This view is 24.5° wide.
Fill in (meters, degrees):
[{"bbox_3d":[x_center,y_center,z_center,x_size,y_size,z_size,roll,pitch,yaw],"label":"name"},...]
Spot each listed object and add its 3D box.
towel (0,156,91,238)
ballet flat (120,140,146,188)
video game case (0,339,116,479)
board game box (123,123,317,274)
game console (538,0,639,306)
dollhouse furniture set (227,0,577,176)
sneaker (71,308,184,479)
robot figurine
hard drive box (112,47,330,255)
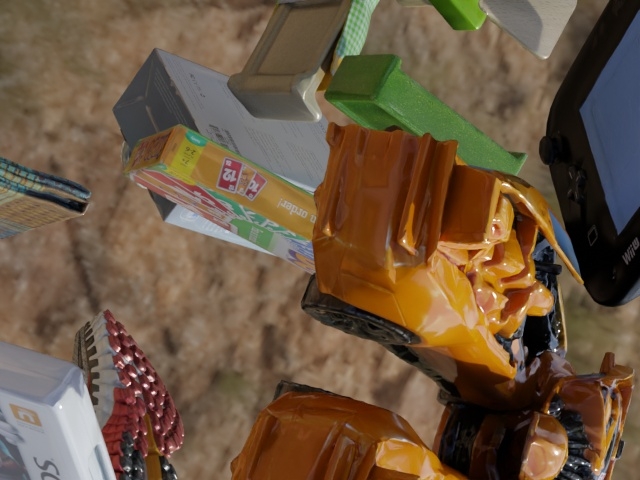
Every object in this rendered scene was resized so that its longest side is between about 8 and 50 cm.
[{"bbox_3d":[-0.423,-0.082,1.355,0.370,0.271,0.040,20,76,-27],"label":"towel"},{"bbox_3d":[-0.192,-0.099,1.707,0.213,0.068,0.072,-14,111,-68],"label":"ballet flat"},{"bbox_3d":[-0.168,0.078,0.592,0.173,0.190,0.022,85,25,-51],"label":"video game case"},{"bbox_3d":[0.000,0.000,0.978,0.259,0.124,0.039,25,82,-16],"label":"board game box"},{"bbox_3d":[0.148,-0.082,0.491,0.361,0.044,0.213,111,-19,-59],"label":"game console"},{"bbox_3d":[0.072,-0.171,1.317,0.151,0.301,0.198,33,80,-28],"label":"dollhouse furniture set"},{"bbox_3d":[-0.136,0.116,0.842,0.092,0.225,0.088,-26,114,8],"label":"sneaker"},{"bbox_3d":[0.059,0.076,0.591,0.291,0.085,0.211,39,65,-61],"label":"robot figurine"},{"bbox_3d":[-0.072,-0.078,1.491,0.232,0.181,0.089,18,121,-39],"label":"hard drive box"}]
